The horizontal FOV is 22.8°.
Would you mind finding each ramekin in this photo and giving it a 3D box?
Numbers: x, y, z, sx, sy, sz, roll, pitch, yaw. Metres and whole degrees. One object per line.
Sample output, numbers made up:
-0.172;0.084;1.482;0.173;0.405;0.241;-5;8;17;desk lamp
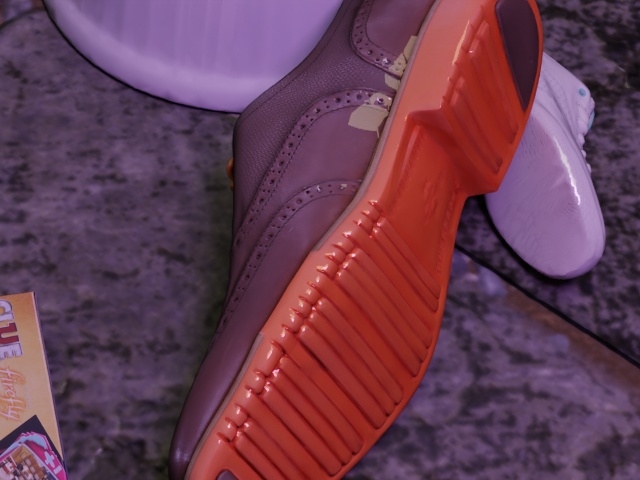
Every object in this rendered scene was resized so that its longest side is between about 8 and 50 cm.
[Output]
-0.050;-0.230;1.054;0.277;0.135;0.277;4;51;-5;ramekin

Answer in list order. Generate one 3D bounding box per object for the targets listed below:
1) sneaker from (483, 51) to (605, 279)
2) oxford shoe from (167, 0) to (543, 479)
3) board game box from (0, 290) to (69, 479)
0.143;-0.069;1.000;0.094;0.080;0.212;0;52;-33;sneaker
0.000;0.000;0.894;0.132;0.130;0.364;12;60;34;oxford shoe
-0.206;0.143;0.795;0.165;0.042;0.243;-7;53;-13;board game box
